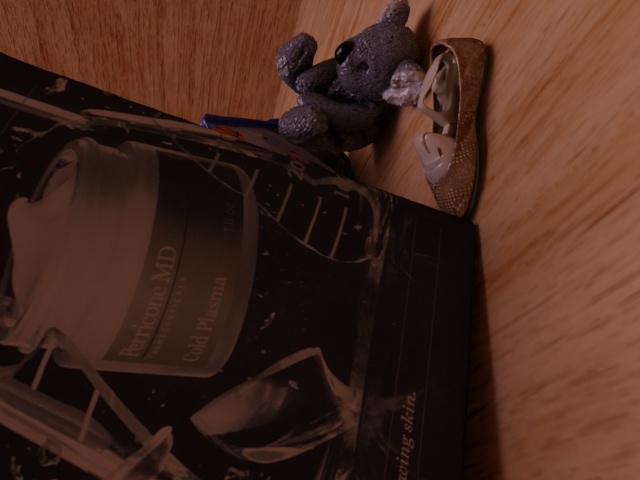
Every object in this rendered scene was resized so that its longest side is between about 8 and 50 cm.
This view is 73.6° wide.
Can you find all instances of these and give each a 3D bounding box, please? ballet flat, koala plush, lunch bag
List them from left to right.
[{"bbox_3d":[-0.125,-0.057,0.841,0.327,0.239,0.385,-50,-13,27],"label":"lunch bag"},{"bbox_3d":[0.068,-0.259,0.679,0.221,0.204,0.196,-30,59,46],"label":"koala plush"},{"bbox_3d":[0.134,-0.124,0.467,0.073,0.067,0.206,155,122,-72],"label":"ballet flat"}]

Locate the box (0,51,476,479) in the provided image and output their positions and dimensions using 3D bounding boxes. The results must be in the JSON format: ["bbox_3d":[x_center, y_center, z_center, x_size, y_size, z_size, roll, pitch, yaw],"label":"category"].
[{"bbox_3d":[-0.142,0.165,0.415,0.297,0.472,0.479,126,159,-62],"label":"box"}]

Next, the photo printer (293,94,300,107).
[{"bbox_3d":[-0.053,-0.226,1.200,0.307,0.107,0.255,121,155,-57],"label":"photo printer"}]
